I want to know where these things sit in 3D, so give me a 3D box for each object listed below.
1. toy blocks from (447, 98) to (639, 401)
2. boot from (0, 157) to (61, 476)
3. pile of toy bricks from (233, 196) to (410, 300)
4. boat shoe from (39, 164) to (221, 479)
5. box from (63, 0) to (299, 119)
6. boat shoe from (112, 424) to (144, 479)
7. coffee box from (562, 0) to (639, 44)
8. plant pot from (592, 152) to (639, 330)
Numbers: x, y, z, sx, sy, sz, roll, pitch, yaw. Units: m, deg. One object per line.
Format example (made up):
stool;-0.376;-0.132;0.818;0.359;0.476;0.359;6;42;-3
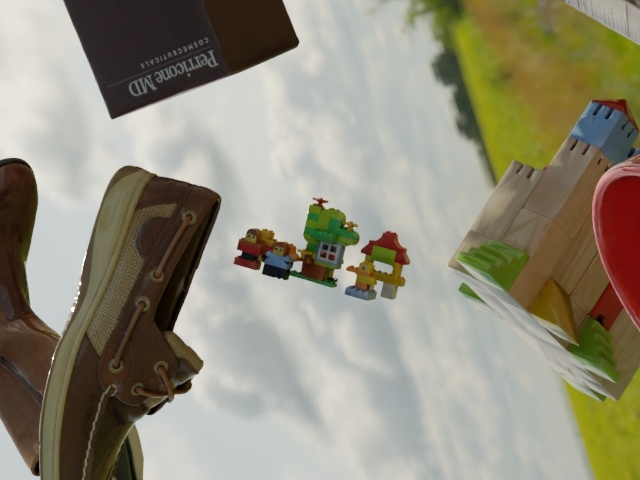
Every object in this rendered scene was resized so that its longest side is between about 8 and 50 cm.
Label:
toy blocks;0.315;0.002;2.165;0.190;0.261;0.381;25;168;43
boot;-0.327;0.077;2.071;0.096;0.264;0.280;14;-161;-41
pile of toy bricks;0.000;0.000;2.339;0.118;0.212;0.105;-5;-71;-69
boat shoe;-0.170;0.105;1.756;0.123;0.123;0.342;55;-131;-76
box;-0.194;-0.341;2.005;0.143;0.191;0.381;-33;-78;-50
boat shoe;-0.210;0.281;1.898;0.079;0.095;0.254;-39;-49;-45
coffee box;0.414;-0.294;2.176;0.246;0.141;0.098;34;168;23
plant pot;0.415;-0.010;1.660;0.275;0.243;0.275;48;161;23
